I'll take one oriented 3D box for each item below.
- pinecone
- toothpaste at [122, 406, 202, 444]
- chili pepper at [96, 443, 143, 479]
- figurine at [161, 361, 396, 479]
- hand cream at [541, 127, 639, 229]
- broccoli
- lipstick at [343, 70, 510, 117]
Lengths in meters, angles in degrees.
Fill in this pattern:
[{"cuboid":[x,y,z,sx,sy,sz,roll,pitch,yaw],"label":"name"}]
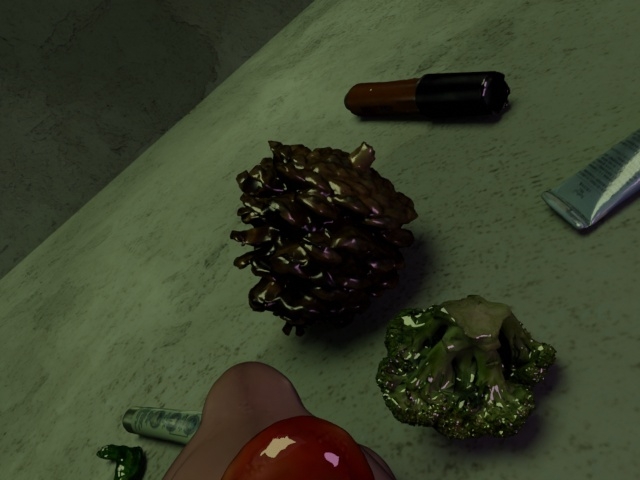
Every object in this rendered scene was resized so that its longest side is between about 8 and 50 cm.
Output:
[{"cuboid":[-0.003,-0.003,0.788,0.244,0.244,0.257,12,76,55],"label":"pinecone"},{"cuboid":[-0.181,0.246,0.828,0.239,0.039,0.062,-8,44,40],"label":"toothpaste"},{"cuboid":[-0.269,0.300,0.855,0.056,0.035,0.118,-31,28,-23],"label":"chili pepper"},{"cuboid":[-0.025,0.238,0.458,0.211,0.270,0.261,-50,21,-11],"label":"figurine"},{"cuboid":[0.372,-0.107,0.699,0.256,0.055,0.088,-36,36,9],"label":"hand cream"},{"cuboid":[0.134,0.112,0.578,0.162,0.137,0.145,8,46,4],"label":"broccoli"},{"cuboid":[0.169,-0.260,1.136,0.077,0.077,0.418,-46,28,-15],"label":"lipstick"}]
